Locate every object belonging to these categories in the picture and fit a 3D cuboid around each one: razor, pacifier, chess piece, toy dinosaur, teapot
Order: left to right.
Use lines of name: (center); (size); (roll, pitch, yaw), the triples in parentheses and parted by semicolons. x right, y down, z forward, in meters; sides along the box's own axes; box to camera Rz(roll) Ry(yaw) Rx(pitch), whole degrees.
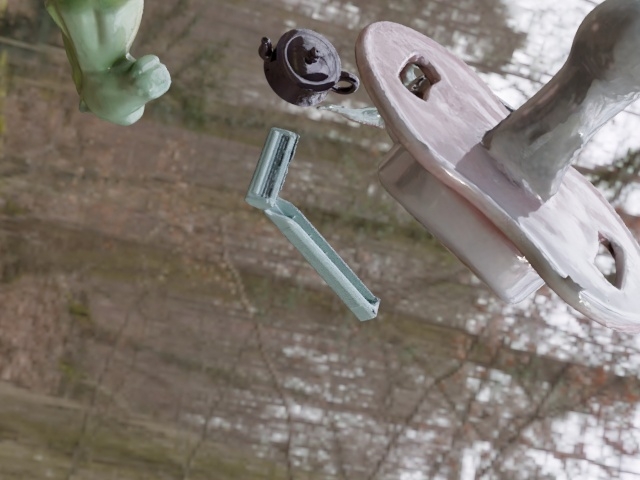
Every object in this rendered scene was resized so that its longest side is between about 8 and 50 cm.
chess piece: (-0.285, -0.279, 1.524); (0.175, 0.176, 0.298); (-116, -171, -57)
teapot: (-0.010, -0.153, 1.036); (0.045, 0.100, 0.067); (-41, -144, 55)
razor: (-0.009, 0.002, 1.391); (0.056, 0.278, 0.111); (-8, -135, 28)
toy dinosaur: (0.094, -0.165, 1.503); (0.053, 0.242, 0.167); (57, -29, 24)
pacifier: (0.169, -0.069, 0.941); (0.220, 0.332, 0.273); (-49, -176, -27)
